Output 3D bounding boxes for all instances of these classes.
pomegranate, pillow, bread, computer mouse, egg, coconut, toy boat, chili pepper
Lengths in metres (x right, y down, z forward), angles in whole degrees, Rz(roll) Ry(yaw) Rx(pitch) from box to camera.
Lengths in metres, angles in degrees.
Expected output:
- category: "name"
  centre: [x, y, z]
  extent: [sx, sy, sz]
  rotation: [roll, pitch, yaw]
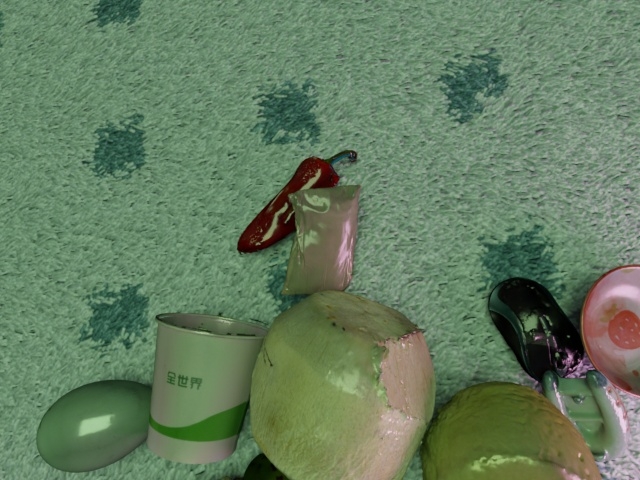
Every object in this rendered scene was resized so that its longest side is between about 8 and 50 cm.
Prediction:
- category: "pomegranate"
  centre: [-0.115, 0.525, 0.855]
  extent: [0.169, 0.122, 0.143]
  rotation: [-6, 79, 6]
- category: "pillow"
  centre: [0.000, 0.000, 0.948]
  extent: [0.174, 0.067, 0.270]
  rotation: [2, 101, -9]
- category: "bread"
  centre: [0.336, 0.424, 0.738]
  extent: [0.321, 0.237, 0.320]
  rotation: [1, 102, 5]
- category: "computer mouse"
  centre: [0.461, 0.185, 0.864]
  extent: [0.137, 0.096, 0.233]
  rotation: [-27, 73, 1]
- category: "egg"
  centre: [-0.488, 0.406, 0.907]
  extent: [0.264, 0.183, 0.182]
  rotation: [-18, 75, -1]
- category: "coconut"
  centre: [0.039, 0.299, 0.782]
  extent: [0.347, 0.346, 0.360]
  rotation: [22, 102, 13]
- category: "toy boat"
  centre: [0.513, 0.342, 0.786]
  extent: [0.134, 0.079, 0.207]
  rotation: [-17, 106, 35]
- category: "chili pepper"
  centre: [-0.058, -0.103, 1.003]
  extent: [0.110, 0.110, 0.387]
  rotation: [41, 85, 15]

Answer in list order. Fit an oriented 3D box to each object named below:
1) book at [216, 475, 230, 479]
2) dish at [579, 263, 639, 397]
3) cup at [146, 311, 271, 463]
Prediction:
- category: "book"
  centre: [-0.211, 0.677, 0.844]
  extent: [0.217, 0.021, 0.310]
  rotation: [-33, 73, 23]
- category: "dish"
  centre: [0.631, 0.182, 0.833]
  extent: [0.261, 0.085, 0.260]
  rotation: [1, 80, -4]
- category: "cup"
  centre: [-0.248, 0.303, 0.875]
  extent: [0.253, 0.253, 0.273]
  rotation: [8, 84, 10]
